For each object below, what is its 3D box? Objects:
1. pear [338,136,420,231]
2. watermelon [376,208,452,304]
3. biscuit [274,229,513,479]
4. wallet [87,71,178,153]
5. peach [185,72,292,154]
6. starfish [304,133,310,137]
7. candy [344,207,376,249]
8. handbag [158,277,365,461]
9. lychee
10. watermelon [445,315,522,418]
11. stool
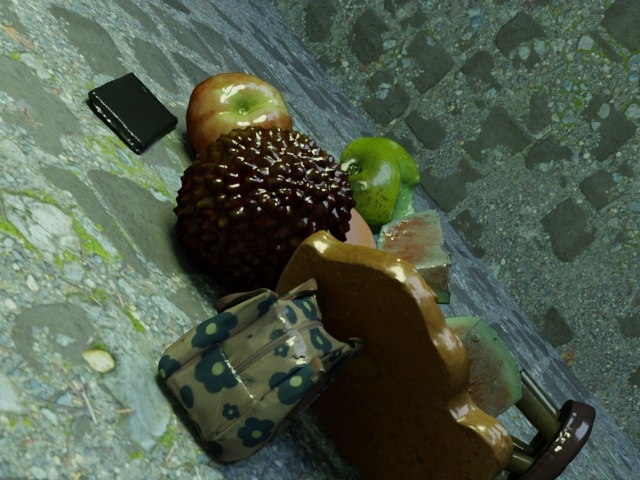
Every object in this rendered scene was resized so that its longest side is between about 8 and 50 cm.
[{"bbox_3d":[0.153,-0.150,2.253,0.176,0.286,0.282,6,0,23],"label":"pear"},{"bbox_3d":[0.261,0.037,2.148,0.224,0.180,0.305,39,25,-20],"label":"watermelon"},{"bbox_3d":[0.083,0.197,1.230,0.078,0.350,0.455,-27,91,-45],"label":"biscuit"},{"bbox_3d":[-0.362,-0.257,1.624,0.146,0.030,0.285,49,15,-12],"label":"wallet"},{"bbox_3d":[-0.172,-0.230,1.746,0.232,0.232,0.257,50,-22,6],"label":"peach"},{"bbox_3d":[-0.099,-0.201,2.060,0.295,0.048,0.231,18,61,-42],"label":"starfish"},{"bbox_3d":[0.000,0.000,1.746,0.255,0.094,0.255,24,40,-23],"label":"candy"},{"bbox_3d":[-0.068,0.160,1.129,0.190,0.193,0.251,56,18,9],"label":"handbag"},{"bbox_3d":[-0.093,-0.051,1.399,0.306,0.330,0.306,21,59,-39],"label":"lychee"},{"bbox_3d":[0.251,0.277,1.628,0.213,0.261,0.201,49,46,-11],"label":"watermelon"},{"bbox_3d":[0.447,0.420,1.791,0.178,0.272,0.272,38,14,13],"label":"stool"}]
